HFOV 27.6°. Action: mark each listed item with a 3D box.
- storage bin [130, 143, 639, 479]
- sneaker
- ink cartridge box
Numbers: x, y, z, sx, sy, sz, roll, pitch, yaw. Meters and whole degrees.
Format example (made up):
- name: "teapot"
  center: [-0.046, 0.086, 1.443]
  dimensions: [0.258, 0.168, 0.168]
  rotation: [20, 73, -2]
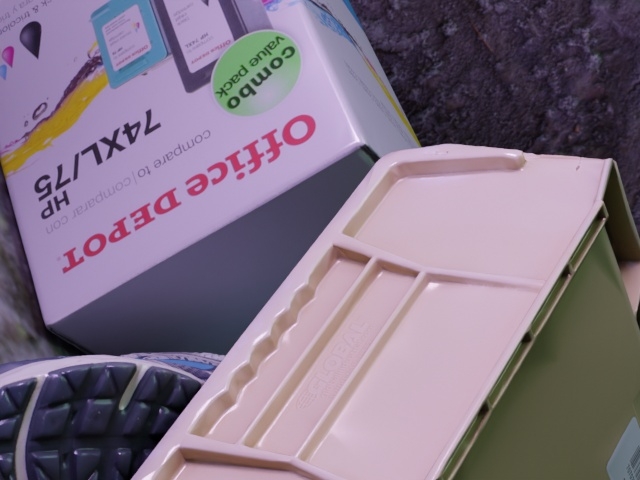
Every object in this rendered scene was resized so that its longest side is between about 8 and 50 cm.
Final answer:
- name: "storage bin"
  center: [0.065, 0.133, 0.586]
  dimensions: [0.260, 0.123, 0.262]
  rotation: [-53, 133, -32]
- name: "sneaker"
  center: [-0.081, 0.101, 0.597]
  dimensions: [0.283, 0.122, 0.110]
  rotation: [13, 89, -52]
- name: "ink cartridge box"
  center: [-0.063, -0.067, 0.788]
  dimensions: [0.197, 0.198, 0.270]
  rotation: [44, 19, -56]
